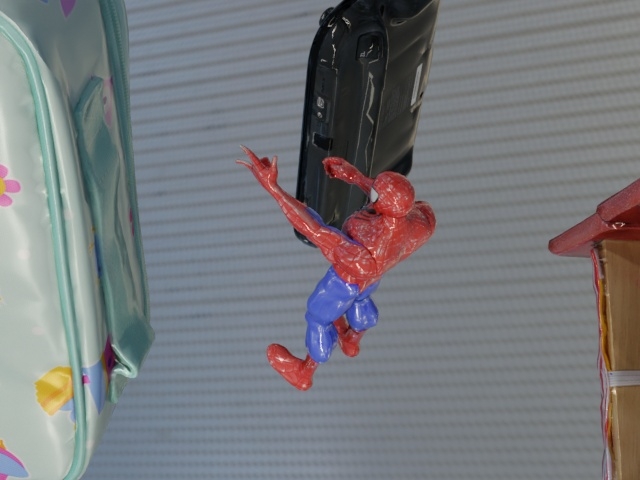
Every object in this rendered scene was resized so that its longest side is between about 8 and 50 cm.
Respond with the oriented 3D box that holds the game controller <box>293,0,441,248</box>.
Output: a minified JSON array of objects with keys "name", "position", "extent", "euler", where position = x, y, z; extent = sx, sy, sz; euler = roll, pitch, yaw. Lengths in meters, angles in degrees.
[{"name":"game controller","position":[0.043,-0.124,1.337],"extent":[0.067,0.166,0.319],"euler":[29,146,16]}]

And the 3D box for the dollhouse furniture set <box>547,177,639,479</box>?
[{"name":"dollhouse furniture set","position":[0.325,0.086,0.762],"extent":[0.374,0.201,0.152],"euler":[4,165,-10]}]

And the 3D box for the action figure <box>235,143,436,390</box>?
[{"name":"action figure","position":[0.000,0.000,1.063],"extent":[0.139,0.091,0.280],"euler":[50,153,10]}]

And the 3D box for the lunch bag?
[{"name":"lunch bag","position":[-0.185,-0.015,0.632],"extent":[0.224,0.108,0.279],"euler":[6,129,6]}]
